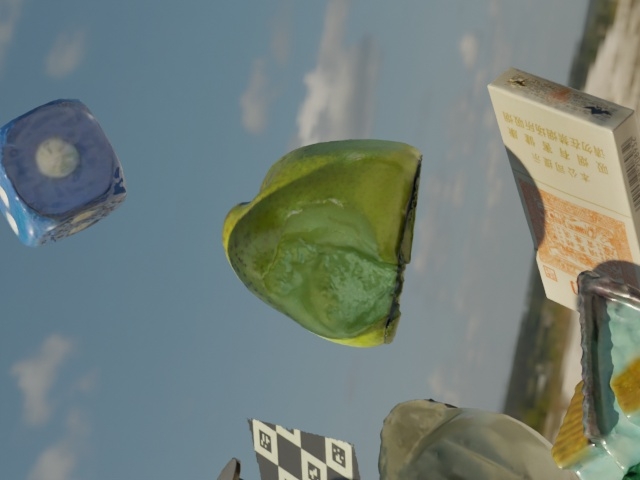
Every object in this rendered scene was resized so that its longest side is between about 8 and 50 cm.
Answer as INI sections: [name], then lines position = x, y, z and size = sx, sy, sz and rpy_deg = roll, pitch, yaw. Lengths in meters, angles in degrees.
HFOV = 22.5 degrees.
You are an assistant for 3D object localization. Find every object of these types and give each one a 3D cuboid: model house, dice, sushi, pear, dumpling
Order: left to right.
[dice]
position = -0.326, -0.081, 1.976
size = 0.146, 0.143, 0.146
rpy_deg = 61, 160, 6
[pear]
position = 0.000, 0.000, 2.109
size = 0.159, 0.292, 0.292
rpy_deg = -60, -21, -61
[sushi]
position = 0.021, 0.323, 1.712
size = 0.043, 0.192, 0.280
rpy_deg = -21, -75, -34
[dumpling]
position = 0.185, 0.317, 1.947
size = 0.227, 0.243, 0.175
rpy_deg = -42, -49, -39
[model house]
position = 0.305, 0.148, 1.515
size = 0.230, 0.249, 0.280
rpy_deg = -42, -27, 8

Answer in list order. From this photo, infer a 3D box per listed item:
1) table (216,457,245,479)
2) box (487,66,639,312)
[table]
position = -0.033, 0.376, 1.884
size = 0.167, 0.226, 0.167
rpy_deg = -155, 90, -83
[box]
position = 0.333, -0.035, 2.000
size = 0.051, 0.204, 0.365
rpy_deg = -40, -48, -22
